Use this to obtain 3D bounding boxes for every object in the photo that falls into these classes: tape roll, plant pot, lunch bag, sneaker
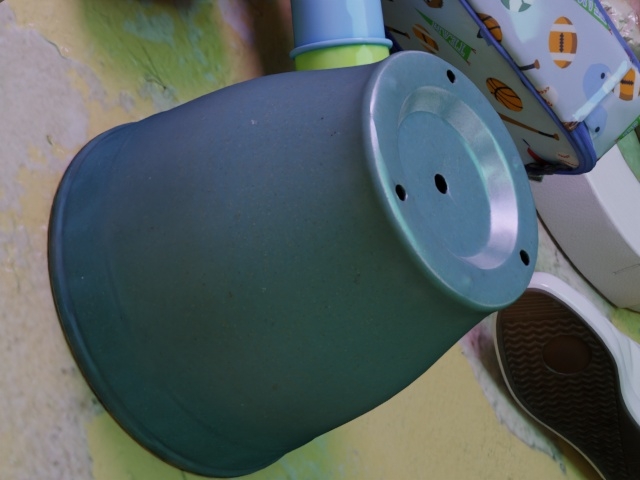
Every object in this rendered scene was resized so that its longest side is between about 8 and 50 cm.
[{"bbox_3d":[0.321,-0.113,1.869,0.392,0.072,0.392,29,50,-41],"label":"tape roll"},{"bbox_3d":[0.000,0.000,1.231,0.271,0.255,0.272,30,49,-41],"label":"plant pot"},{"bbox_3d":[0.137,-0.182,1.551,0.115,0.243,0.303,-44,112,-17],"label":"lunch bag"},{"bbox_3d":[0.242,0.116,1.627,0.290,0.106,0.123,53,27,-31],"label":"sneaker"}]

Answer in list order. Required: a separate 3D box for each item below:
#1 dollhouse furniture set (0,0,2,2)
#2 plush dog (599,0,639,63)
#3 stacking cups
[{"bbox_3d":[-0.224,-0.260,1.195,0.129,0.129,0.184,43,43,-30],"label":"dollhouse furniture set"},{"bbox_3d":[0.331,-0.299,1.764,0.262,0.210,0.225,-3,63,-52],"label":"plush dog"},{"bbox_3d":[0.017,-0.182,1.440,0.096,0.096,0.316,3,81,-52],"label":"stacking cups"}]
